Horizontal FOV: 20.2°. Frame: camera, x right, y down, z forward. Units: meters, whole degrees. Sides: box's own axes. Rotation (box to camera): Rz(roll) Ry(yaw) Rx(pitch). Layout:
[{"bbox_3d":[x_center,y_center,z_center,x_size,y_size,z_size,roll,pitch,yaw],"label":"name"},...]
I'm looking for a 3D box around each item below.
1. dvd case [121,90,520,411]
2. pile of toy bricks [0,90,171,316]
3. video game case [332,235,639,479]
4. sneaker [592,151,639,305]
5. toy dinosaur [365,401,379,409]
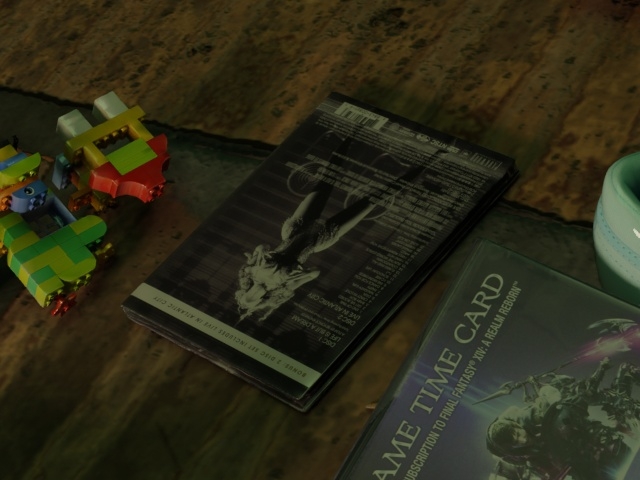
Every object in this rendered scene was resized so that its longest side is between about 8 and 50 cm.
[{"bbox_3d":[0.000,0.000,1.161,0.164,0.018,0.221,24,60,38],"label":"dvd case"},{"bbox_3d":[-0.191,0.002,1.198,0.212,0.118,0.105,-31,69,-31],"label":"pile of toy bricks"},{"bbox_3d":[0.160,0.126,0.892,0.274,0.026,0.196,24,58,15],"label":"video game case"},{"bbox_3d":[0.313,0.010,0.917,0.366,0.150,0.135,-2,48,22],"label":"sneaker"},{"bbox_3d":[0.072,0.140,0.958,0.112,0.064,0.211,-14,43,12],"label":"toy dinosaur"}]
